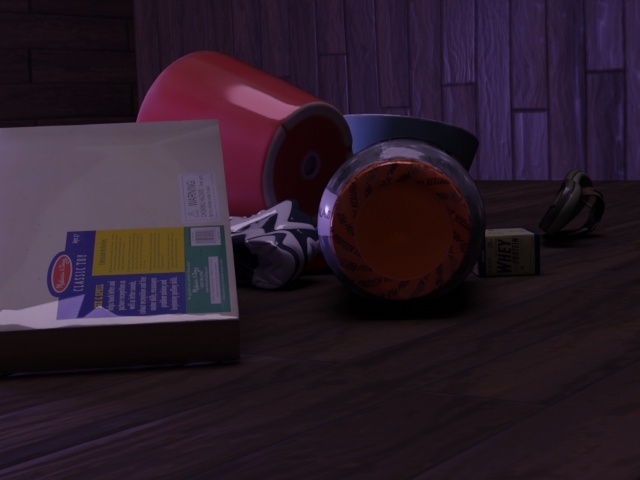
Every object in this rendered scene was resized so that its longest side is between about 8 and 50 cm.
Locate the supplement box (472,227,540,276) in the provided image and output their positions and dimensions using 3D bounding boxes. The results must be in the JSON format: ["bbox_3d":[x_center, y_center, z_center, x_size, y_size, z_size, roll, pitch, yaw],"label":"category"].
[{"bbox_3d":[0.249,0.015,1.669,0.083,0.056,0.083,-2,6,-3],"label":"supplement box"}]

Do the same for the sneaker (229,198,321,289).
[{"bbox_3d":[-0.093,-0.003,1.683,0.235,0.094,0.153,3,17,38],"label":"sneaker"}]

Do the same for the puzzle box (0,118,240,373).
[{"bbox_3d":[-0.230,-0.009,1.273,0.272,0.052,0.409,-2,32,-6],"label":"puzzle box"}]

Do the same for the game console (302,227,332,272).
[{"bbox_3d":[0.000,0.000,1.906,0.341,0.060,0.386,-2,6,9],"label":"game console"}]

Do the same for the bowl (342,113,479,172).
[{"bbox_3d":[0.117,-0.103,2.144,0.311,0.163,0.311,5,-10,1],"label":"bowl"}]

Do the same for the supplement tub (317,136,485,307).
[{"bbox_3d":[0.098,-0.026,1.465,0.193,0.194,0.316,-2,5,6],"label":"supplement tub"}]

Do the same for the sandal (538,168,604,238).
[{"bbox_3d":[0.430,-0.046,2.066,0.086,0.120,0.303,27,14,10],"label":"sandal"}]

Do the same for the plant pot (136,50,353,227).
[{"bbox_3d":[-0.100,-0.133,1.838,0.243,0.275,0.275,17,17,39],"label":"plant pot"}]
